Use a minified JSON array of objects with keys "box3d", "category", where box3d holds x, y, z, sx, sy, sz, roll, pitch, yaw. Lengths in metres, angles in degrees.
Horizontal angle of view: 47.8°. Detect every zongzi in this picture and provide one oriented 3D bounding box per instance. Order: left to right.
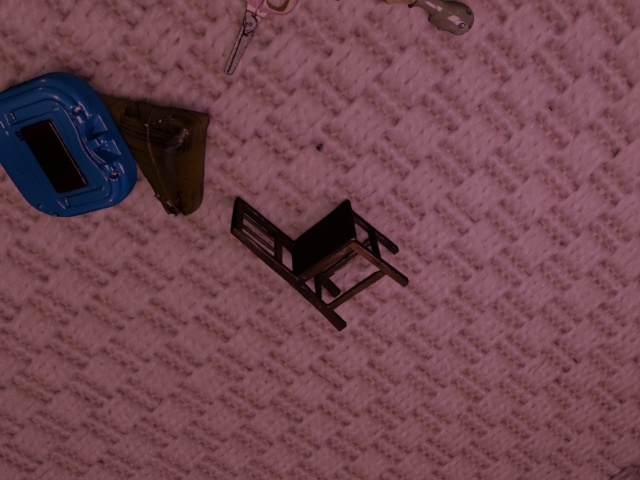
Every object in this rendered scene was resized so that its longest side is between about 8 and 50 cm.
[{"box3d":[-0.429,-0.210,1.771,0.300,0.145,0.273,13,122,6],"category":"zongzi"}]

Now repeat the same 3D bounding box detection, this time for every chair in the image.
[{"box3d":[0.000,0.000,1.873,0.241,0.203,0.416,-36,117,18],"category":"chair"}]

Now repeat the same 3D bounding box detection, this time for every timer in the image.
[{"box3d":[-0.615,-0.214,1.703,0.309,0.115,0.340,-12,119,23],"category":"timer"}]

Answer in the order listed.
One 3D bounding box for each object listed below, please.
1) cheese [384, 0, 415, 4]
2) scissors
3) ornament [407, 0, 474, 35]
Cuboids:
[{"box3d":[0.228,-0.632,1.621,0.255,0.127,0.050,-42,159,6],"category":"cheese"},{"box3d":[-0.152,-0.527,1.674,0.160,0.024,0.317,23,113,-18],"category":"scissors"},{"box3d":[0.284,-0.533,1.686,0.156,0.074,0.081,23,119,-18],"category":"ornament"}]
